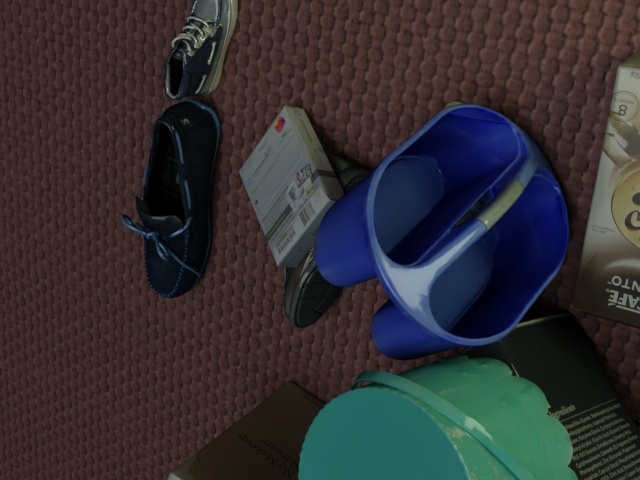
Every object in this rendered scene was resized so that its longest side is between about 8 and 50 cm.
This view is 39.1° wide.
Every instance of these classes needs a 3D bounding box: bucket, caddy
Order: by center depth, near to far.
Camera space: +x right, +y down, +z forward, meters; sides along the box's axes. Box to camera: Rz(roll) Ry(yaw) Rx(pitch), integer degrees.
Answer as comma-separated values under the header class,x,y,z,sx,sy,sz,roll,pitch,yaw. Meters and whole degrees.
class,x,y,z,sx,sy,sz,roll,pitch,yaw
bucket,0.122,0.266,1.001,0.281,0.183,0.281,2,93,41
caddy,0.159,-0.015,1.064,0.241,0.341,0.179,53,141,-6

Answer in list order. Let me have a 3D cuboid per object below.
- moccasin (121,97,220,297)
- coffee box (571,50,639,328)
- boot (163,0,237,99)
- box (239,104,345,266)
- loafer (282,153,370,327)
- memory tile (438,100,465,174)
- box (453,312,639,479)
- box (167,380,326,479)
class,x,y,z,sx,sy,sz,roll,pitch,yaw
moccasin,-0.251,-0.059,1.433,0.137,0.117,0.342,19,117,25
coffee box,0.405,-0.049,1.030,0.168,0.119,0.297,15,115,25
boot,-0.178,-0.296,1.317,0.069,0.086,0.190,23,119,23
box,-0.043,-0.078,1.294,0.145,0.038,0.186,-51,50,34
loafer,0.000,0.000,1.331,0.084,0.096,0.267,40,119,37
memory tile,0.180,-0.105,1.214,0.113,0.012,0.148,42,125,12
box,0.258,0.339,1.147,0.293,0.212,0.395,-39,68,36
box,-0.092,0.357,1.371,0.148,0.311,0.121,31,121,19
